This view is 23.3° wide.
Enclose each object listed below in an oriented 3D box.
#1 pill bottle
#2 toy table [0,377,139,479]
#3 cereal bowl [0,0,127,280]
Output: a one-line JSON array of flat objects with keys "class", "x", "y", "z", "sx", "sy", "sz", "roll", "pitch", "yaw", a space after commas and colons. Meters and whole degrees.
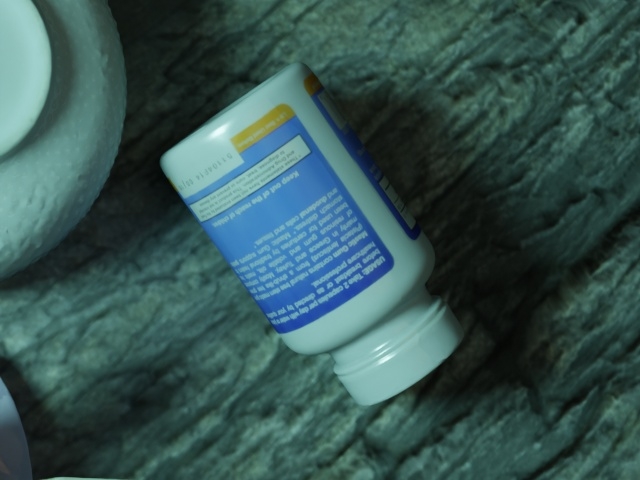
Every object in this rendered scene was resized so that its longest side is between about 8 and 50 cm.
[{"class": "pill bottle", "x": 0.000, "y": 0.000, "z": 1.309, "sx": 0.152, "sy": 0.152, "sz": 0.272, "roll": -38, "pitch": 98, "yaw": -30}, {"class": "toy table", "x": -0.270, "y": 0.191, "z": 1.113, "sx": 0.252, "sy": 0.161, "sz": 0.274, "roll": -5, "pitch": 80, "yaw": -30}, {"class": "cereal bowl", "x": -0.297, "y": -0.122, "z": 1.163, "sx": 0.339, "sy": 0.141, "sz": 0.339, "roll": 2, "pitch": 85, "yaw": -27}]
